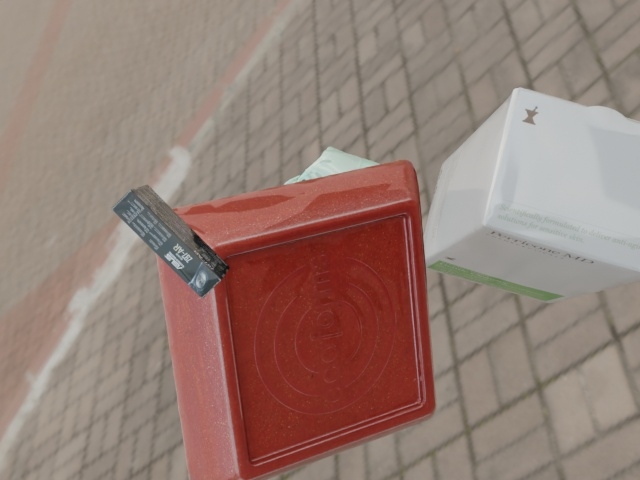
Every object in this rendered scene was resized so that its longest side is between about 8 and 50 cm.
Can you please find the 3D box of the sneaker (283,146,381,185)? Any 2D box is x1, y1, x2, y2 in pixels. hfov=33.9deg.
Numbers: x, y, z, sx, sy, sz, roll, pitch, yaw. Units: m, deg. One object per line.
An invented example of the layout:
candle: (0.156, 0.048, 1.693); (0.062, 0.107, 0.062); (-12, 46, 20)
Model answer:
sneaker: (0.000, 0.000, 1.367); (0.256, 0.151, 0.094); (-61, -9, -16)

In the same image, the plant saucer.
plant saucer: (-0.002, 0.078, 0.910); (0.048, 0.259, 0.258); (18, 117, 58)

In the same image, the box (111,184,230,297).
box: (-0.098, -0.001, 0.703); (0.018, 0.083, 0.067); (-44, 5, 5)

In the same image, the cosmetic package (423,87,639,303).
cosmetic package: (0.246, -0.036, 1.194); (0.365, 0.197, 0.155); (118, 168, -82)
